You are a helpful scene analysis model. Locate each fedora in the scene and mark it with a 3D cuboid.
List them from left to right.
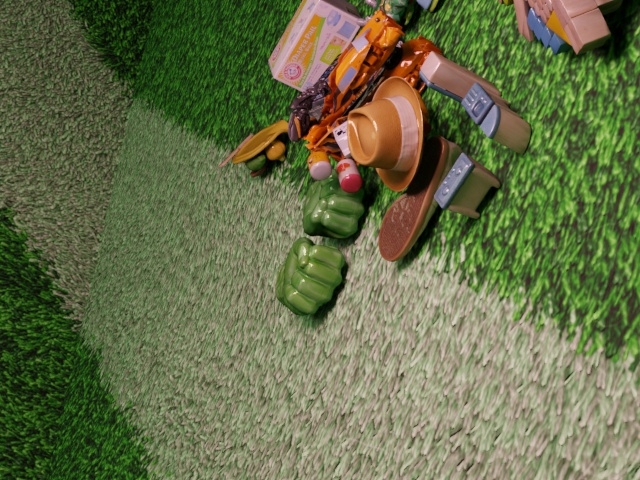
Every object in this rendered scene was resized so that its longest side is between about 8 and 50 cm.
[{"bbox_3d":[0.094,-0.168,1.789,0.194,0.079,0.194,179,90,-67],"label":"fedora"}]

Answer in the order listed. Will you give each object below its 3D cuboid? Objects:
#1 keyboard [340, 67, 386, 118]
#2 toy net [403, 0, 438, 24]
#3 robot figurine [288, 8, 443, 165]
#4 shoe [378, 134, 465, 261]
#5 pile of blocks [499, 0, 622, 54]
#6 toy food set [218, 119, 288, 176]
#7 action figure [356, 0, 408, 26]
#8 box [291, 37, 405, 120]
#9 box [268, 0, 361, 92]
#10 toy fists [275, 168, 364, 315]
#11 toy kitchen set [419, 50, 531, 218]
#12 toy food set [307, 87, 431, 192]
[{"bbox_3d":[0.095,-0.240,2.082,0.192,0.100,0.038,-47,67,13],"label":"keyboard"},{"bbox_3d":[0.209,-0.519,2.149,0.122,0.045,0.232,117,169,-62],"label":"toy net"},{"bbox_3d":[0.074,-0.249,1.989,0.291,0.211,0.085,-54,41,18],"label":"robot figurine"},{"bbox_3d":[0.163,-0.060,1.801,0.076,0.058,0.219,42,112,45],"label":"shoe"},{"bbox_3d":[0.349,-0.364,1.646,0.113,0.149,0.362,-22,40,-4],"label":"pile of blocks"},{"bbox_3d":[-0.128,-0.197,2.551,0.128,0.071,0.218,-49,18,-24],"label":"toy food set"},{"bbox_3d":[0.126,-0.449,2.182,0.232,0.063,0.137,-164,93,-77],"label":"action figure"},{"bbox_3d":[0.053,-0.313,2.206,0.175,0.051,0.220,-54,18,-22],"label":"box"},{"bbox_3d":[-0.014,-0.429,2.447,0.203,0.114,0.103,-58,24,23],"label":"box"},{"bbox_3d":[0.000,0.000,2.036,0.142,0.096,0.279,-5,63,63],"label":"toy fists"},{"bbox_3d":[0.201,-0.160,1.714,0.166,0.122,0.207,-58,24,19],"label":"toy kitchen set"},{"bbox_3d":[0.095,-0.146,1.931,0.232,0.111,0.104,-31,39,12],"label":"toy food set"}]
